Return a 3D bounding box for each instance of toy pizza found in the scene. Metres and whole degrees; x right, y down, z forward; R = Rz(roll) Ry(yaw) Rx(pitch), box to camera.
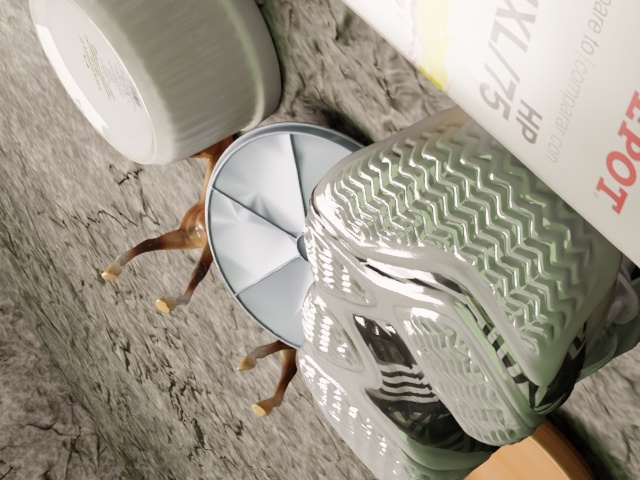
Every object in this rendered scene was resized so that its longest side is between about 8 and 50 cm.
[{"bbox_3d":[0.000,0.000,1.065,0.201,0.032,0.201,15,122,25],"label":"toy pizza"}]

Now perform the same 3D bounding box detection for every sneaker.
[{"bbox_3d":[0.106,-0.001,0.665,0.137,0.210,0.366,49,162,13],"label":"sneaker"}]

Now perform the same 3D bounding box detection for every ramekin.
[{"bbox_3d":[-0.137,-0.157,1.082,0.207,0.109,0.207,43,156,25],"label":"ramekin"}]

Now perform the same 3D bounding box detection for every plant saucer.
[{"bbox_3d":[0.154,0.192,1.085,0.200,0.037,0.200,38,148,29],"label":"plant saucer"}]

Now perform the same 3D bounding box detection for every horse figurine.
[{"bbox_3d":[-0.055,0.031,1.172,0.263,0.174,0.066,41,144,-5],"label":"horse figurine"}]

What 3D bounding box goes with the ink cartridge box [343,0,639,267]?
[{"bbox_3d":[0.098,-0.171,0.446,0.270,0.197,0.198,45,157,21],"label":"ink cartridge box"}]
